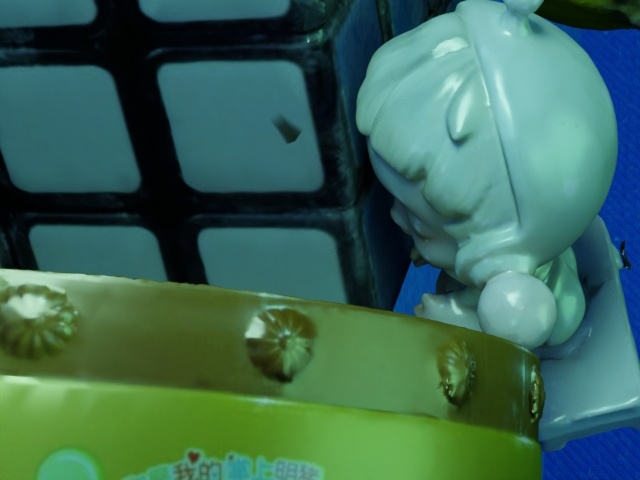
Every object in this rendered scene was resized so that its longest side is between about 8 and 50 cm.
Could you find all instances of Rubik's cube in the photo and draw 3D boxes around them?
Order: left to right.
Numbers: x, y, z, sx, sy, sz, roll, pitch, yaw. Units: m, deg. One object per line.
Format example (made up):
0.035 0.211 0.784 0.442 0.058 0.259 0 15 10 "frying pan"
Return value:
-0.093 -0.142 0.977 0.305 0.304 0.301 -69 153 -52 "Rubik's cube"

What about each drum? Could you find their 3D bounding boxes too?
-0.108 0.145 0.757 0.431 0.431 0.214 30 61 -71 "drum"

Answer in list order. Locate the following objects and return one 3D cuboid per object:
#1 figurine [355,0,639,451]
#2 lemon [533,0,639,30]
0.095 -0.015 0.864 0.256 0.145 0.182 67 33 -47 "figurine"
0.158 -0.216 0.960 0.192 0.192 0.231 57 28 -61 "lemon"
